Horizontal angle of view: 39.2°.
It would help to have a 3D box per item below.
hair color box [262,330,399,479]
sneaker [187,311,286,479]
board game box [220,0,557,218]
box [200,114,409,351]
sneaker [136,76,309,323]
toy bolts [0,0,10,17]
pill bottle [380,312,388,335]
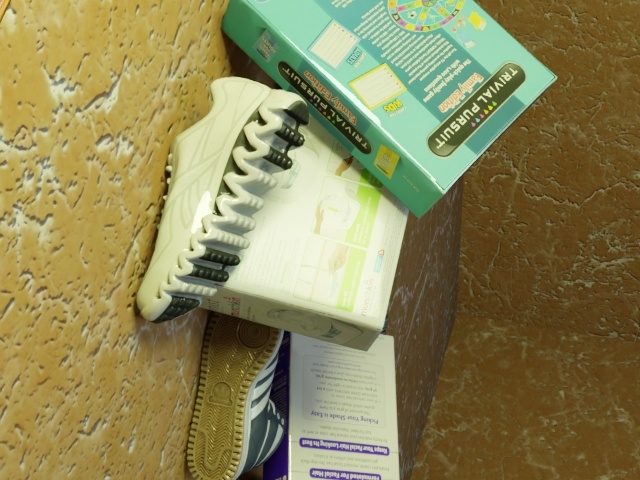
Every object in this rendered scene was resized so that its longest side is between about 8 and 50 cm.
[{"bbox_3d":[0.015,0.303,1.344,0.110,0.185,0.339,-42,-138,53],"label":"hair color box"},{"bbox_3d":[-0.094,0.186,1.220,0.153,0.099,0.282,24,81,-70],"label":"sneaker"},{"bbox_3d":[0.087,-0.229,1.104,0.254,0.336,0.079,-43,176,-29],"label":"board game box"},{"bbox_3d":[-0.013,-0.023,1.123,0.127,0.231,0.262,105,-2,-69],"label":"box"},{"bbox_3d":[-0.127,-0.046,0.990,0.292,0.118,0.110,-60,163,-4],"label":"sneaker"},{"bbox_3d":[-0.256,-0.161,0.500,0.218,0.158,0.228,-41,-148,45],"label":"toy bolts"},{"bbox_3d":[0.051,0.246,1.711,0.130,0.130,0.246,-8,105,-74],"label":"pill bottle"}]
